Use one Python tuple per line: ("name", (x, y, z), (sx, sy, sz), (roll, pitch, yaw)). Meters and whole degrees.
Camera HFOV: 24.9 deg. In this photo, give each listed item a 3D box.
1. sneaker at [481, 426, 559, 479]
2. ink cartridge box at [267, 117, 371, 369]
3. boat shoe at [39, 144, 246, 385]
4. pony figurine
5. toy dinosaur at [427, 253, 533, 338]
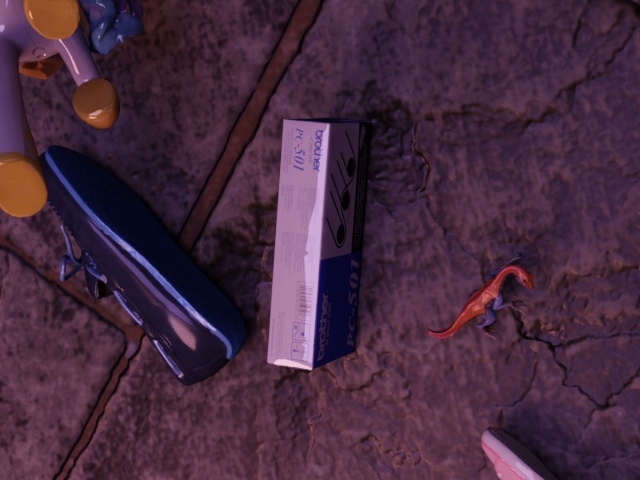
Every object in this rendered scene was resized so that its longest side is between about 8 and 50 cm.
("sneaker", (0.171, 0.222, 1.211), (0.134, 0.051, 0.070), (43, 104, 10))
("ink cartridge box", (0.000, 0.000, 1.240), (0.046, 0.097, 0.207), (7, 98, 22))
("boat shoe", (-0.184, 0.027, 1.316), (0.258, 0.109, 0.089), (49, 114, 14))
("pony figurine", (-0.270, -0.240, 1.157), (0.303, 0.363, 0.351), (-21, 121, -1))
("toy dinosaur", (0.142, 0.051, 1.199), (0.047, 0.090, 0.082), (50, 155, 22))
